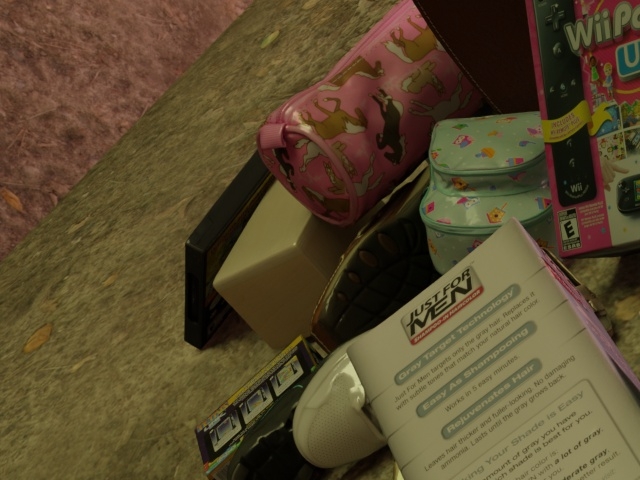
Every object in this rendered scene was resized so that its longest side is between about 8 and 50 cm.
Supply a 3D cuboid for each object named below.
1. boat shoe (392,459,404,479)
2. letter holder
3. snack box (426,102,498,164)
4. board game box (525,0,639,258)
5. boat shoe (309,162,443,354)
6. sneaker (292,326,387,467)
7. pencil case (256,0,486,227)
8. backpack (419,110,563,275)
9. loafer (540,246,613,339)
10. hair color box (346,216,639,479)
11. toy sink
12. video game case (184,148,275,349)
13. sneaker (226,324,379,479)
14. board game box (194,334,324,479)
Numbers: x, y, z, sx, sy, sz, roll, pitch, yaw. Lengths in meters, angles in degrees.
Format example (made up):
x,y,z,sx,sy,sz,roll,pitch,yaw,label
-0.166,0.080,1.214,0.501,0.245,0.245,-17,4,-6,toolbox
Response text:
x,y,z,sx,sy,sz,roll,pitch,yaw,label
0.105,0.172,1.553,0.073,0.080,0.224,-11,65,20,boat shoe
0.257,-0.249,1.899,0.214,0.302,0.152,-35,20,22,letter holder
0.232,-0.181,2.164,0.174,0.070,0.207,-24,28,42,snack box
0.307,-0.148,1.618,0.224,0.097,0.303,-16,77,52,board game box
0.089,0.024,1.955,0.120,0.122,0.324,-29,13,51,boat shoe
0.094,0.143,1.677,0.292,0.108,0.169,-38,16,10,sneaker
0.100,-0.187,2.030,0.386,0.167,0.160,-46,-11,-22,pencil case
0.184,-0.044,1.824,0.166,0.144,0.188,-2,41,13,backpack
0.231,0.051,1.631,0.045,0.039,0.125,-9,34,-28,loafer
0.167,0.165,1.329,0.185,0.113,0.374,-39,36,10,hair color box
0.000,0.000,2.140,0.153,0.131,0.234,-25,26,40,toy sink
-0.094,-0.021,2.307,0.275,0.035,0.248,-53,-15,-30,video game case
0.006,0.165,1.819,0.267,0.101,0.106,-39,15,8,sneaker
-0.060,0.197,1.959,0.170,0.048,0.141,-42,17,4,board game box
